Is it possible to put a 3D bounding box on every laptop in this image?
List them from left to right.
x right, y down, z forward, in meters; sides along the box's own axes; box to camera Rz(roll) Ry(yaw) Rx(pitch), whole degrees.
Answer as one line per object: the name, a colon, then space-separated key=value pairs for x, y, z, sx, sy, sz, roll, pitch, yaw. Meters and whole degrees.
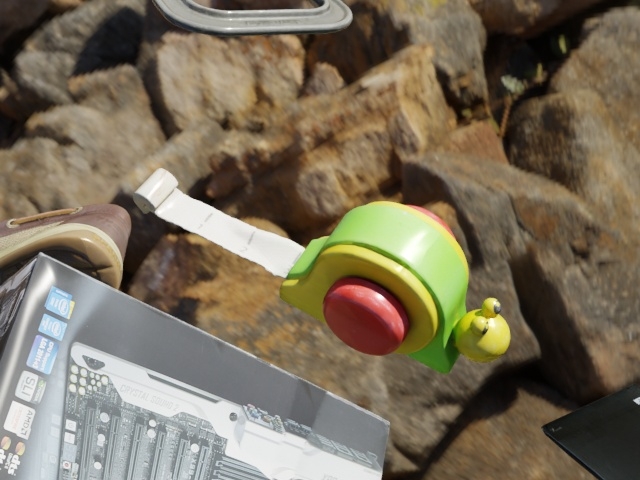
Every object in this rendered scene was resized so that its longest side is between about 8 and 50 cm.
laptop: x=0.368 y=0.312 z=1.402 sx=0.136 sy=0.234 sz=0.264 roll=-3 pitch=95 yaw=41

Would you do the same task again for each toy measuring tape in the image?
toy measuring tape: x=0.000 y=0.000 z=0.990 sx=0.330 sy=0.121 sz=0.121 roll=27 pitch=82 yaw=14

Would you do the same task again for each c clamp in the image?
c clamp: x=-0.063 y=-0.174 z=0.887 sx=0.160 sy=0.022 sz=0.137 roll=-3 pitch=31 yaw=-23

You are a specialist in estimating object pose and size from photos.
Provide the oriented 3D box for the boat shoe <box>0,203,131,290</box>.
boat shoe: x=-0.338 y=0.041 z=1.260 sx=0.342 sy=0.123 sz=0.123 roll=-20 pitch=29 yaw=20

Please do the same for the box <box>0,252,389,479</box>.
box: x=-0.101 y=0.196 z=0.667 sx=0.076 sy=0.242 sz=0.307 roll=-31 pitch=37 yaw=49
